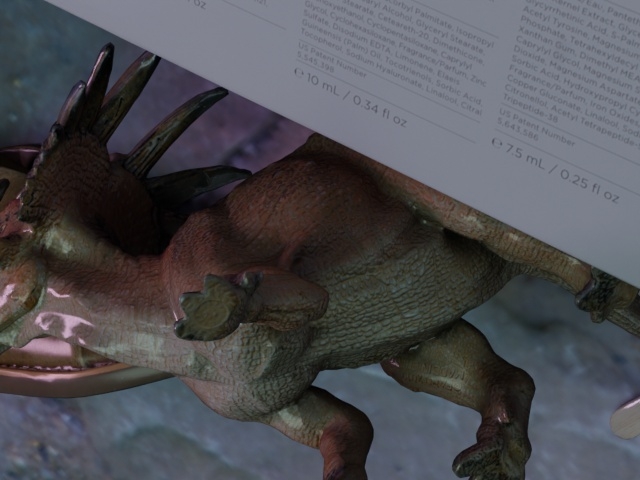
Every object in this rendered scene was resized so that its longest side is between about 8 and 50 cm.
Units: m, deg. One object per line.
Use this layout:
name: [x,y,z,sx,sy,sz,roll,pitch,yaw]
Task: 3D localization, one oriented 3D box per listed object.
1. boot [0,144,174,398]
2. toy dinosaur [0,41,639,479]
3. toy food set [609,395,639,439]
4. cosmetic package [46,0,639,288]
boot: [-0.109,0.010,0.883,0.305,0.112,0.115,-8,94,28]
toy dinosaur: [0.000,0.000,0.749,0.200,0.296,0.127,-124,33,-49]
toy food set: [0.190,0.152,0.795,0.128,0.071,0.218,-25,95,40]
cosmetic package: [0.031,-0.176,0.651,0.377,0.097,0.284,27,130,23]
